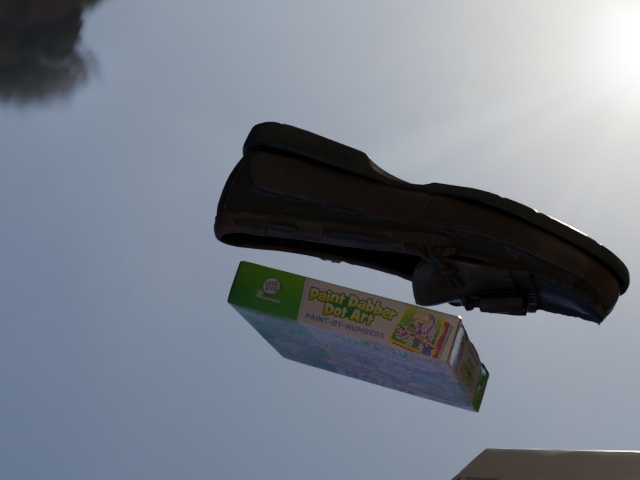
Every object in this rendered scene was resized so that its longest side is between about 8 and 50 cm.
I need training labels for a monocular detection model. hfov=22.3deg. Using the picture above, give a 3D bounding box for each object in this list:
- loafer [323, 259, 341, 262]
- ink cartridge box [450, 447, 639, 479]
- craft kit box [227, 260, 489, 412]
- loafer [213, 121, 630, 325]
[{"bbox_3d":[0.000,0.000,1.608,0.045,0.039,0.125,14,163,35],"label":"loafer"},{"bbox_3d":[0.189,0.264,1.170,0.160,0.219,0.092,-3,-163,34],"label":"ink cartridge box"},{"bbox_3d":[0.049,0.108,1.782,0.250,0.061,0.246,14,163,18],"label":"craft kit box"},{"bbox_3d":[0.058,0.008,1.024,0.267,0.096,0.084,21,-111,21],"label":"loafer"}]
